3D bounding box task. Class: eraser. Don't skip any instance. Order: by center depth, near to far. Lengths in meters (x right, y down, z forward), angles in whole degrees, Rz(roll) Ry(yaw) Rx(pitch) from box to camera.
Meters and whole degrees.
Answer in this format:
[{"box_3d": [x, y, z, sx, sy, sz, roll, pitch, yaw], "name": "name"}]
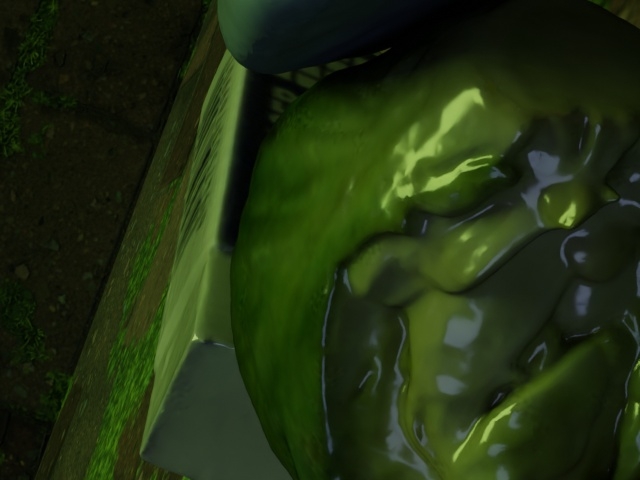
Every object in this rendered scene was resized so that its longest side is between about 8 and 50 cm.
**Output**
[{"box_3d": [0.000, 0.000, 0.629, 0.279, 0.124, 0.081, -87, 21, -55], "name": "eraser"}]

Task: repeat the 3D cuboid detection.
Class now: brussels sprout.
[{"box_3d": [0.042, 0.007, 0.424, 0.145, 0.131, 0.183, -102, 28, -64], "name": "brussels sprout"}]

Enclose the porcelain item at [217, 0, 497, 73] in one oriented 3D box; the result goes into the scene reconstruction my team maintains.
[{"box_3d": [-0.013, -0.265, 0.371, 0.242, 0.405, 0.178, -23, 0, 17], "name": "porcelain item"}]
